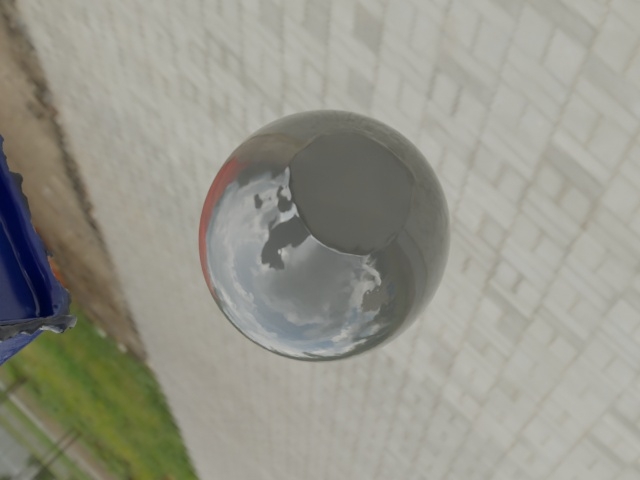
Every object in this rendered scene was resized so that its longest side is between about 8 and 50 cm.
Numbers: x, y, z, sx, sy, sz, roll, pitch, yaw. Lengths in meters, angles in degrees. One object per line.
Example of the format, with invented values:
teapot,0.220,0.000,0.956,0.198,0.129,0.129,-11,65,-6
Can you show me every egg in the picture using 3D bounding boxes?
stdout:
egg,0.000,0.000,0.971,0.176,0.176,0.232,45,165,0

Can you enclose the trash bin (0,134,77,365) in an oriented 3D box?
trash bin,-0.222,0.035,0.532,0.184,0.234,0.162,-3,-116,-62
